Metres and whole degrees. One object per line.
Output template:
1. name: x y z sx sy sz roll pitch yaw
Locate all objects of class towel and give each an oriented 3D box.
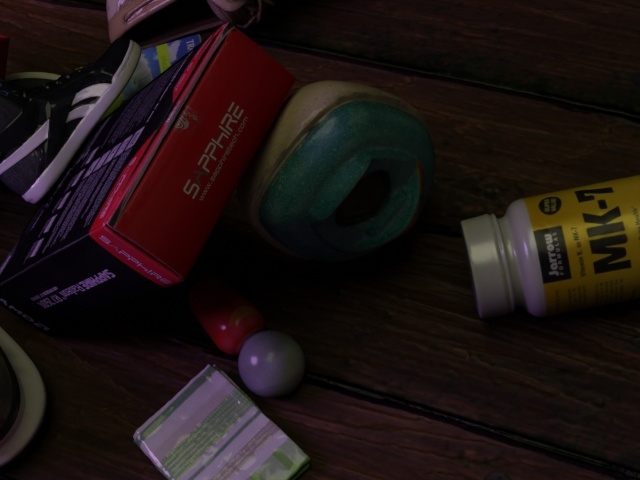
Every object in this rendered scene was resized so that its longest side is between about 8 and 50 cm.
1. towel: -0.097 0.205 1.184 0.113 0.023 0.152 -43 62 -13

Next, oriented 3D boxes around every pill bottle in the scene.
1. pill bottle: 0.248 0.009 1.178 0.208 0.119 0.119 -12 56 4

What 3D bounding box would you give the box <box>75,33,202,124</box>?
1. box: -0.195 -0.176 1.431 0.178 0.042 0.109 -16 57 2

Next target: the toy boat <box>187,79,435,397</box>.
1. toy boat: 0.000 0.000 1.196 0.148 0.267 0.318 44 106 27

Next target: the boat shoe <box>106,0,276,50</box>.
1. boat shoe: -0.099 -0.305 1.449 0.341 0.121 0.110 -13 67 20

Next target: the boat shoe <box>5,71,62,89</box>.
1. boat shoe: -0.370 -0.140 1.411 0.233 0.084 0.079 -7 59 24

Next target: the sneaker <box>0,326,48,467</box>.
1. sneaker: -0.474 0.035 1.211 0.447 0.257 0.169 37 83 29

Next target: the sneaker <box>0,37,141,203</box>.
1. sneaker: -0.292 -0.159 1.298 0.121 0.079 0.217 37 69 -18

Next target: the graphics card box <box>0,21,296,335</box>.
1. graphics card box: -0.187 -0.045 1.180 0.371 0.094 0.233 -20 38 56

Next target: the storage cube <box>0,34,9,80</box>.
1. storage cube: -0.470 -0.140 1.301 0.184 0.215 0.193 16 104 23
